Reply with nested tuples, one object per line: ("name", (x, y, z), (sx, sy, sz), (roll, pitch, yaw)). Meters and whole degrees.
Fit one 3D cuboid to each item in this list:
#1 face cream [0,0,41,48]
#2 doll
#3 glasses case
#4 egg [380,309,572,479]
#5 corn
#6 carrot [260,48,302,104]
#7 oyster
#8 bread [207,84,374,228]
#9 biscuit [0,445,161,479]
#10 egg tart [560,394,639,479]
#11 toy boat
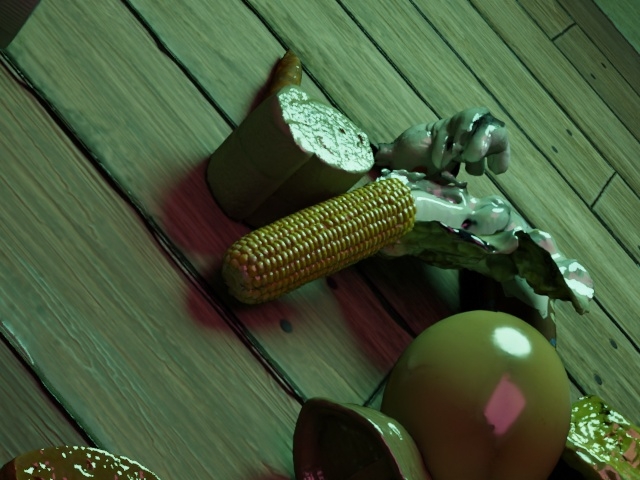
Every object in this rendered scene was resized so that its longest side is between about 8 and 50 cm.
("face cream", (-0.340, -0.326, 1.062), (0.187, 0.201, 0.201), (36, 35, -20))
("doll", (0.172, -0.127, 1.495), (0.149, 0.192, 0.095), (5, 73, -55))
("glasses case", (0.262, 0.068, 1.473), (0.122, 0.082, 0.321), (34, 36, -22))
("egg", (0.161, 0.190, 1.121), (0.201, 0.201, 0.244), (43, 35, -9))
("corn", (0.000, 0.000, 1.175), (0.248, 0.081, 0.081), (-23, 74, -31))
("carrot", (-0.048, -0.203, 1.427), (0.057, 0.057, 0.224), (37, 30, -18))
("oyster", (0.179, 0.000, 1.354), (0.351, 0.114, 0.238), (5, 22, -22))
("bread", (-0.036, -0.094, 1.236), (0.148, 0.141, 0.134), (12, 49, -44))
("biscuit", (-0.162, 0.242, 0.847), (0.221, 0.029, 0.142), (41, 35, -11))
("egg tart", (0.357, 0.267, 1.303), (0.241, 0.106, 0.241), (41, 3, -2))
("toy boat", (0.044, 0.232, 1.023), (0.061, 0.116, 0.188), (-6, 63, -57))
